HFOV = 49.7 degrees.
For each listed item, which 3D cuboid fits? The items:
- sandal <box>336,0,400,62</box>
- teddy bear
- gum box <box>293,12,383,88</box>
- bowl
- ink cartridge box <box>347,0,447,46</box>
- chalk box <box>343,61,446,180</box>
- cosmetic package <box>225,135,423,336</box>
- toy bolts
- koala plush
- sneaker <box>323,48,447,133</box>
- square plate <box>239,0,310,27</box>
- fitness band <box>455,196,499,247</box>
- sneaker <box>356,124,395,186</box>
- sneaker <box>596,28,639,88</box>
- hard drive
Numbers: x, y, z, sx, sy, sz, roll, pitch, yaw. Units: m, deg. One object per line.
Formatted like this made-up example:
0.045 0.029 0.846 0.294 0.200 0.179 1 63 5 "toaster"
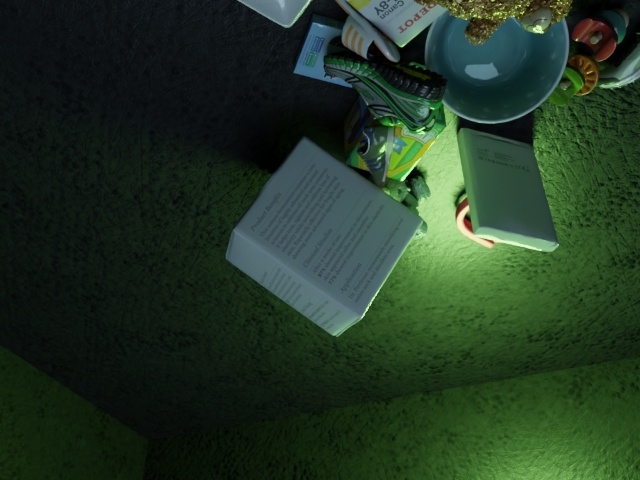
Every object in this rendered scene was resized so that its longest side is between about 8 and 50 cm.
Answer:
0.076 -0.466 1.529 0.076 0.265 0.102 -45 157 20 "sandal"
0.342 -0.485 1.355 0.337 0.113 0.245 21 139 -30 "teddy bear"
0.043 -0.459 1.697 0.184 0.041 0.157 11 141 -16 "gum box"
0.387 -0.437 1.579 0.311 0.163 0.312 1 111 3 "bowl"
0.135 -0.620 1.391 0.384 0.161 0.279 30 133 -34 "ink cartridge box"
0.199 -0.323 1.763 0.180 0.179 0.289 14 140 -18 "chalk box"
0.000 0.000 1.884 0.393 0.329 0.327 35 161 1 "cosmetic package"
0.618 -0.476 1.651 0.218 0.158 0.228 49 145 4 "toy bolts"
0.198 -0.129 2.016 0.203 0.196 0.221 -4 147 21 "koala plush"
0.125 -0.342 1.572 0.134 0.343 0.146 -18 130 -36 "sneaker"
-0.110 -0.595 1.253 0.347 0.049 0.344 23 138 -27 "square plate"
0.562 -0.072 2.205 0.290 0.054 0.209 24 133 -30 "fitness band"
0.131 -0.214 1.714 0.086 0.064 0.192 8 141 1 "sneaker"
0.782 -0.465 1.673 0.108 0.100 0.271 46 130 -14 "sneaker"
0.497 -0.142 1.859 0.232 0.353 0.047 11 141 -15 "hard drive"
